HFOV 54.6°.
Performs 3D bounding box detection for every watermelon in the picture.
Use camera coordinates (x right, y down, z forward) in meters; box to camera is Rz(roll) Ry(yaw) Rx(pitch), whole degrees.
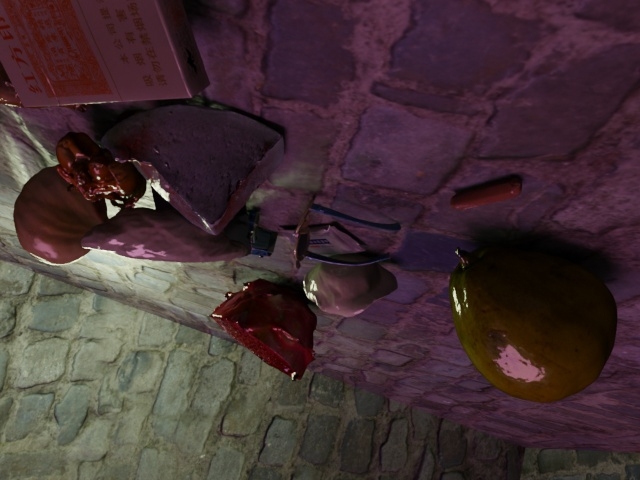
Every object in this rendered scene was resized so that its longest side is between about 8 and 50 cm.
[{"bbox_3d":[-0.231,-0.094,1.124,0.320,0.213,0.289,0,147,-22],"label":"watermelon"}]

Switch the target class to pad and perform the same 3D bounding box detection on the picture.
[{"bbox_3d":[-0.284,-0.055,1.476,0.267,0.004,0.181,10,125,23],"label":"pad"}]

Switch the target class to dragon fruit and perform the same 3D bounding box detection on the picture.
[{"bbox_3d":[-0.156,0.264,1.995,0.371,0.249,0.386,28,160,20],"label":"dragon fruit"}]

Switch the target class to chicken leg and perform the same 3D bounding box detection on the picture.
[{"bbox_3d":[-0.514,-0.285,1.124,0.207,0.101,0.085,9,174,-42],"label":"chicken leg"}]

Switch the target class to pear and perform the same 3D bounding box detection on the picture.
[{"bbox_3d":[0.391,0.145,1.195,0.375,0.287,0.287,43,155,-6],"label":"pear"}]

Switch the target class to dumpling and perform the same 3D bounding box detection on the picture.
[{"bbox_3d":[0.061,0.109,1.512,0.250,0.162,0.132,6,134,29],"label":"dumpling"}]

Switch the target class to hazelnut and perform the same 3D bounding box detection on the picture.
[{"bbox_3d":[-0.657,-0.059,1.588,0.241,0.261,0.261,23,159,-16],"label":"hazelnut"}]

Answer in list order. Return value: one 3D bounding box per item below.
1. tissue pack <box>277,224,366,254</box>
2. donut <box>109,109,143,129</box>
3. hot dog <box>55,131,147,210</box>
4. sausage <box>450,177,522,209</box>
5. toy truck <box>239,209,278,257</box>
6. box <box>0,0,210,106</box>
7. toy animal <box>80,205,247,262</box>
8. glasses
[{"bbox_3d":[0.000,0.000,1.482,0.193,0.026,0.122,-5,148,43],"label":"tissue pack"},{"bbox_3d":[-0.346,-0.201,1.219,0.140,0.059,0.140,17,160,6],"label":"donut"},{"bbox_3d":[-0.461,-0.133,1.319,0.158,0.117,0.349,25,173,-9],"label":"hot dog"},{"bbox_3d":[0.279,-0.078,1.046,0.035,0.030,0.147,27,158,-29],"label":"sausage"},{"bbox_3d":[-0.148,-0.018,1.519,0.081,0.067,0.175,12,156,0],"label":"toy truck"},{"bbox_3d":[-0.336,-0.294,0.867,0.365,0.051,0.204,5,128,31],"label":"box"},{"bbox_3d":[-0.340,-0.052,1.338,0.308,0.188,0.266,15,-160,18],"label":"toy animal"},{"bbox_3d":[0.051,-0.019,1.349,0.220,0.088,0.189,0,145,-6],"label":"glasses"}]
